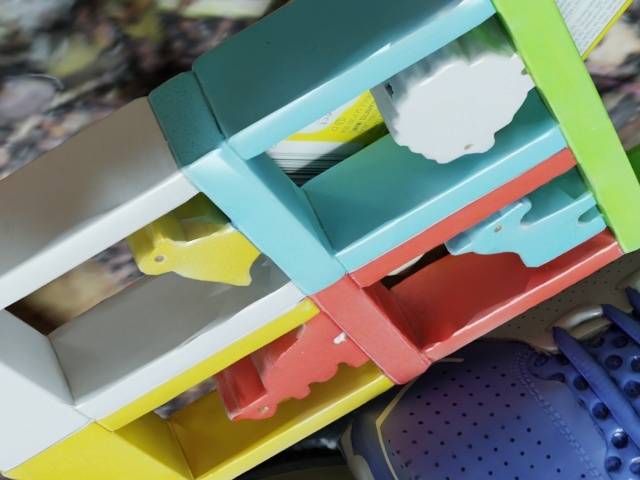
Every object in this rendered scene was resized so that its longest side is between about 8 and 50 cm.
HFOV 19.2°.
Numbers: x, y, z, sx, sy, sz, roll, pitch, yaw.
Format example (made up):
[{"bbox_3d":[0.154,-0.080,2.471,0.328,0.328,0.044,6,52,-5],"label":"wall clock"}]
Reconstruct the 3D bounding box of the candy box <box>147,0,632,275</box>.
[{"bbox_3d":[0.032,-0.057,0.555,0.105,0.027,0.206,-4,145,-39],"label":"candy box"}]

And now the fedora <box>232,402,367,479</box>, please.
[{"bbox_3d":[0.040,0.218,0.729,0.334,0.152,0.334,-3,110,-10],"label":"fedora"}]

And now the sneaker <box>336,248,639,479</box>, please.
[{"bbox_3d":[0.163,0.016,0.670,0.315,0.127,0.182,-20,155,-28],"label":"sneaker"}]

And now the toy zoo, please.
[{"bbox_3d":[0.000,0.000,0.560,0.293,0.030,0.192,-30,152,7],"label":"toy zoo"}]
